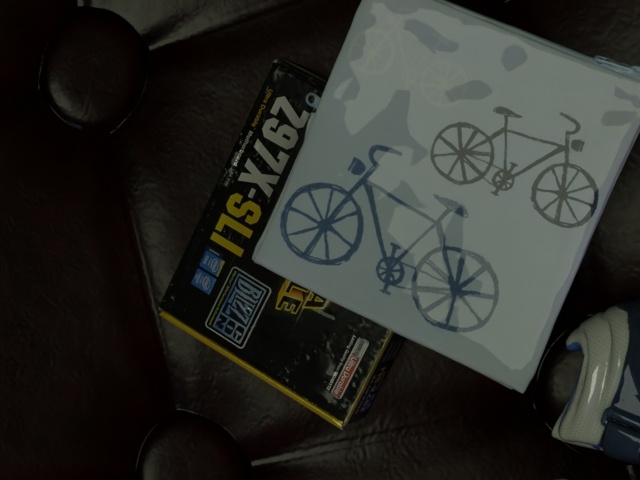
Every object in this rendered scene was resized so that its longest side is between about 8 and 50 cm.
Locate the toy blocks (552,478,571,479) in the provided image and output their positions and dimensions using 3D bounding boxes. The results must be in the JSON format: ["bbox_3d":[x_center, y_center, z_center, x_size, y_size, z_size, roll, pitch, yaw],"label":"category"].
[{"bbox_3d":[0.226,0.413,1.072,0.288,0.260,0.309,-50,58,15],"label":"toy blocks"}]

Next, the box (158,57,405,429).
[{"bbox_3d":[0.000,0.000,1.280,0.257,0.079,0.322,31,102,19],"label":"box"}]

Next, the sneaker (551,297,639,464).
[{"bbox_3d":[0.351,0.211,1.139,0.236,0.130,0.323,-12,93,30],"label":"sneaker"}]

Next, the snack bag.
[{"bbox_3d":[0.123,-0.066,1.171,0.323,0.037,0.343,25,101,17],"label":"snack bag"}]
